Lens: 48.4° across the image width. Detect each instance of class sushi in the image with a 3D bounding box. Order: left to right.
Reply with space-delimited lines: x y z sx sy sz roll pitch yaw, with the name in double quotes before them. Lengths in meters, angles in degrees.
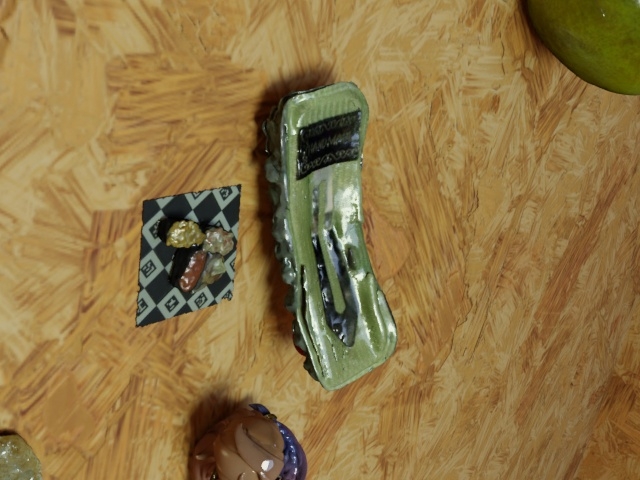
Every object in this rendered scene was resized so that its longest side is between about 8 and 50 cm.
"sushi" -0.111 0.018 0.661 0.120 0.026 0.126 -16 122 -49

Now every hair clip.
"hair clip" -0.001 -0.001 0.747 0.138 0.091 0.321 -22 114 -35

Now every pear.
"pear" 0.427 -0.339 0.984 0.321 0.269 0.269 11 100 -36

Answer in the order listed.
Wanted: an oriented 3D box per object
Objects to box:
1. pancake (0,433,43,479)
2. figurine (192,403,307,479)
"pancake" -0.277 0.217 0.557 0.139 0.022 0.140 -28 129 -41
"figurine" -0.081 0.227 0.737 0.157 0.114 0.126 65 40 -64
